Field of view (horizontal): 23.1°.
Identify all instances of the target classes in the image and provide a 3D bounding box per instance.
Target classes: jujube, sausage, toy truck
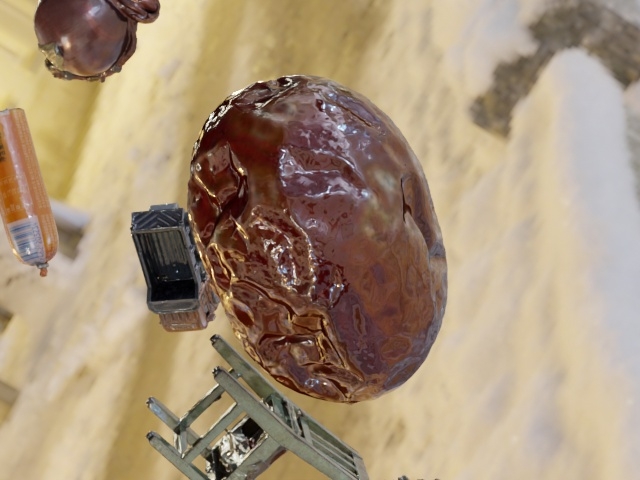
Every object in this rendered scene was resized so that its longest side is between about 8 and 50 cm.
[{"bbox_3d":[0.001,-0.001,1.809,0.276,0.377,0.276,-15,28,8],"label":"jujube"},{"bbox_3d":[-0.412,-0.062,2.162,0.071,0.071,0.234,157,98,-70],"label":"sausage"},{"bbox_3d":[-0.198,0.036,2.148,0.092,0.083,0.192,-75,-23,-56],"label":"toy truck"}]

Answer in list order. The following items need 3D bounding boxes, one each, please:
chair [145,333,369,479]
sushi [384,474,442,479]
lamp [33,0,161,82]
[{"bbox_3d":[-0.083,0.269,2.007,0.147,0.270,0.136,-45,17,7],"label":"chair"},{"bbox_3d":[0.105,0.267,1.456,0.150,0.090,0.078,-1,59,52],"label":"sushi"},{"bbox_3d":[-0.366,-0.358,2.438,0.223,0.215,0.151,-45,26,3],"label":"lamp"}]
